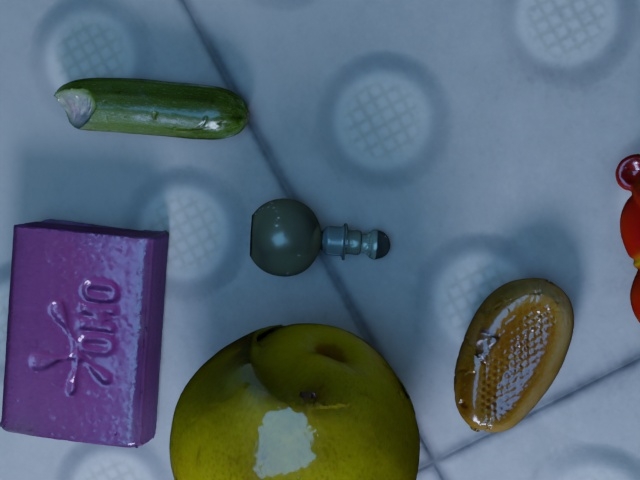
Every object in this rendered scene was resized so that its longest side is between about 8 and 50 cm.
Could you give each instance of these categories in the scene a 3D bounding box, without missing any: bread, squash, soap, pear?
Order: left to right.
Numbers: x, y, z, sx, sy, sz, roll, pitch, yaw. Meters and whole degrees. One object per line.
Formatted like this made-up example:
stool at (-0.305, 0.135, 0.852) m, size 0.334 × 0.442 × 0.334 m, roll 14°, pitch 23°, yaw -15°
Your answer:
soap at (-0.283, 0.108, 1.652) m, size 0.181 × 0.081 × 0.259 m, roll 6°, pitch 95°, yaw 11°
squash at (-0.201, -0.156, 1.623) m, size 0.239 × 0.069 × 0.069 m, roll 6°, pitch 95°, yaw 10°
pear at (-0.035, 0.256, 1.518) m, size 0.285 × 0.285 × 0.336 m, roll 9°, pitch 97°, yaw 11°
bread at (0.215, 0.127, 1.557) m, size 0.114 × 0.077 × 0.189 m, roll 25°, pitch 98°, yaw -12°

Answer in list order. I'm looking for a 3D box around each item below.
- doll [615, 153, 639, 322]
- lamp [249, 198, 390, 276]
doll at (0.429, 0.061, 1.464) m, size 0.182 × 0.160 × 0.363 m, roll -36°, pitch 85°, yaw 18°
lamp at (0.000, 0.000, 1.592) m, size 0.163 × 0.091 × 0.091 m, roll 5°, pitch 95°, yaw -3°
